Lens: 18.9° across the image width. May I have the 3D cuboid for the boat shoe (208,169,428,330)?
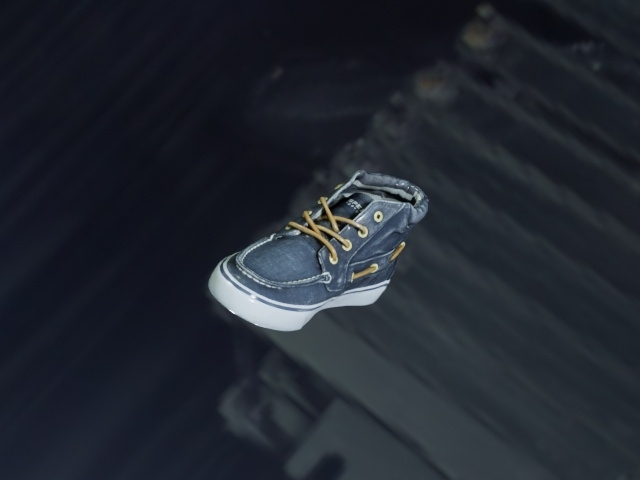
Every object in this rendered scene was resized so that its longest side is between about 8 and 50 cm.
[{"bbox_3d":[0.000,0.000,1.220,0.065,0.183,0.083,38,-67,20],"label":"boat shoe"}]
